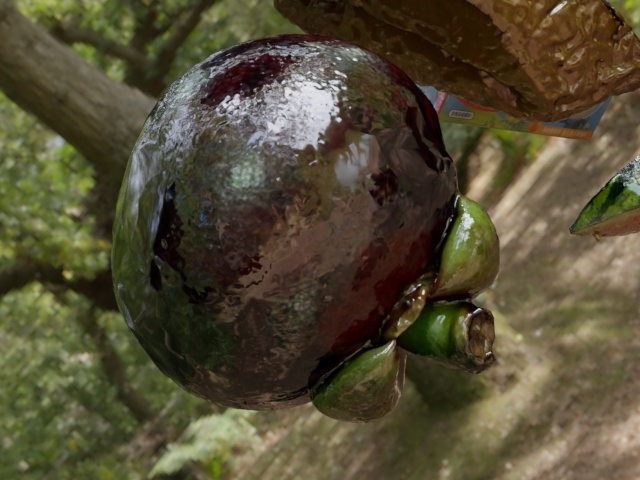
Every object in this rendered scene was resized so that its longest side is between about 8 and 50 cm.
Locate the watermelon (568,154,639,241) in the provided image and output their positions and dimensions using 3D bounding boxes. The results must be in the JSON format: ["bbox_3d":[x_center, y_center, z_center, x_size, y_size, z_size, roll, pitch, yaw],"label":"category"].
[{"bbox_3d":[0.345,-0.044,1.181,0.245,0.063,0.119,-12,-33,-41],"label":"watermelon"}]

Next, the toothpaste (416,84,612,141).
[{"bbox_3d":[0.164,-0.129,1.016,0.193,0.044,0.070,2,-59,-40],"label":"toothpaste"}]

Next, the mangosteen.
[{"bbox_3d":[-0.005,-0.009,0.682,0.216,0.216,0.216,-50,-1,-1],"label":"mangosteen"}]

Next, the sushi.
[{"bbox_3d":[0.088,-0.180,0.788,0.140,0.287,0.149,-56,-20,-37],"label":"sushi"}]
